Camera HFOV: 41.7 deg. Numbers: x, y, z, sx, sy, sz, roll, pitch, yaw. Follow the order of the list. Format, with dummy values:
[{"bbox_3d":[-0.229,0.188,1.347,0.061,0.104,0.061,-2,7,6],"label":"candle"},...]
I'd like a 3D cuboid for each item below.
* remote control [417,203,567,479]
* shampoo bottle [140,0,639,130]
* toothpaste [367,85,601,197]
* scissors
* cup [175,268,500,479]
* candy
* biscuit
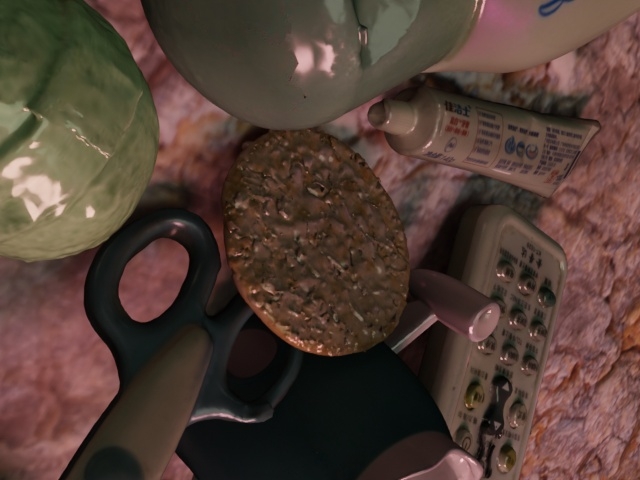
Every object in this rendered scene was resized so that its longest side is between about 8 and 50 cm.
[{"bbox_3d":[0.112,0.142,0.661,0.128,0.065,0.335,29,73,-43],"label":"remote control"},{"bbox_3d":[0.068,-0.177,0.435,0.349,0.151,0.222,-30,133,-24],"label":"shampoo bottle"},{"bbox_3d":[0.129,-0.075,0.626,0.268,0.047,0.069,4,93,-46],"label":"toothpaste"},{"bbox_3d":[-0.105,0.115,0.432,0.138,0.041,0.289,38,56,-17],"label":"scissors"},{"bbox_3d":[0.008,0.137,0.553,0.299,0.173,0.167,-43,134,-13],"label":"cup"},{"bbox_3d":[-0.219,-0.129,0.254,0.119,0.119,0.440,-52,131,-4],"label":"candy"},{"bbox_3d":[0.000,0.000,0.516,0.152,0.020,0.152,16,64,-37],"label":"biscuit"}]
